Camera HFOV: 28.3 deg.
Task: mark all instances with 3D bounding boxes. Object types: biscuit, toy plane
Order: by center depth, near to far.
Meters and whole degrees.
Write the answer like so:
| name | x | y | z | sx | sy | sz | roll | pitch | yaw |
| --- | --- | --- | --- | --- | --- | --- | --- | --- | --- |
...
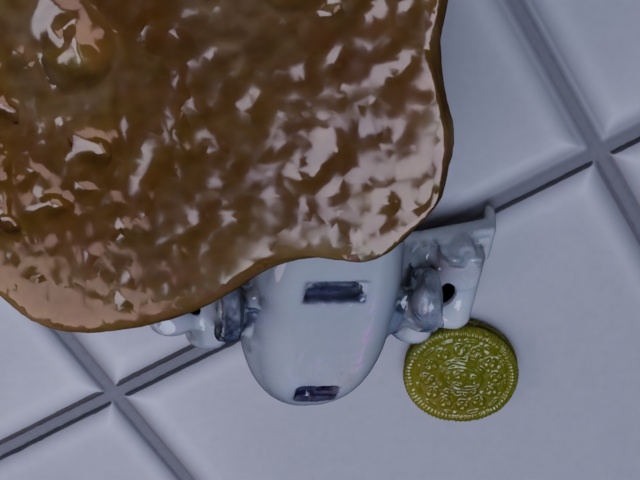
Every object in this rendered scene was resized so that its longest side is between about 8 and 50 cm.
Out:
| name | x | y | z | sx | sy | sz | roll | pitch | yaw |
| --- | --- | --- | --- | --- | --- | --- | --- | --- | --- |
| biscuit | -0.112 | -0.146 | 0.714 | 0.365 | 0.062 | 0.385 | -14 | 99 | 15 |
| toy plane | 0.000 | 0.000 | 0.823 | 0.244 | 0.117 | 0.245 | -8 | 126 | -11 |
| biscuit | 0.102 | 0.094 | 0.921 | 0.084 | 0.023 | 0.084 | 2 | 119 | 3 |
